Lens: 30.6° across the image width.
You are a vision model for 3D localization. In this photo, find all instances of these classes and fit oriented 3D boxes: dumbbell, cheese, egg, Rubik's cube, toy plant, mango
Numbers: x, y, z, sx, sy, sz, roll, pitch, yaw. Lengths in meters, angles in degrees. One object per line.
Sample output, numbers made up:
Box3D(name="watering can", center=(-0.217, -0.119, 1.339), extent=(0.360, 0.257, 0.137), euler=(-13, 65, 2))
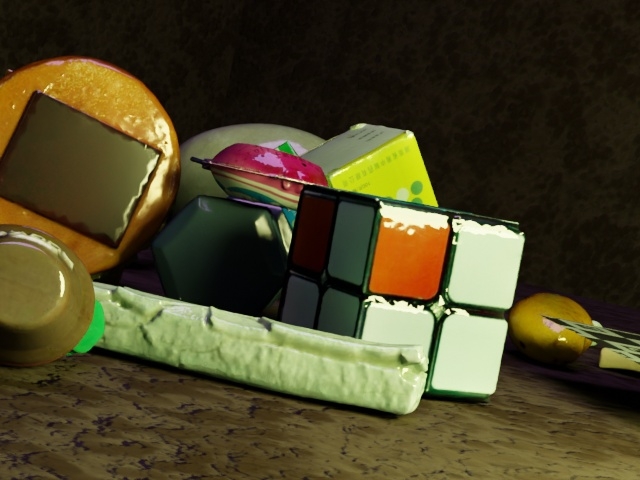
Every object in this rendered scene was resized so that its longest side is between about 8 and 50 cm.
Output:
Box3D(name="dumbbell", center=(-0.103, 0.019, 1.434), extent=(0.160, 0.144, 0.325), euler=(13, 4, 3))
Box3D(name="cheese", center=(-0.074, -0.075, 1.339), extent=(0.155, 0.062, 0.244), euler=(13, 2, -30))
Box3D(name="egg", center=(-0.092, -0.059, 1.858), extent=(0.352, 0.258, 0.258), euler=(5, 1, 18))
Box3D(name="Rubik's cube", center=(0.072, 0.049, 1.144), extent=(0.167, 0.180, 0.183), euler=(9, 6, -26))
Box3D(name="toy plant", center=(-0.232, 0.044, 0.898), extent=(0.143, 0.105, 0.200), euler=(19, -10, -12))
Box3D(name="mango", center=(0.310, 0.122, 1.589), extent=(0.115, 0.090, 0.178), euler=(20, 14, 19))

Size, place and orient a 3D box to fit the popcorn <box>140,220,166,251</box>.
Box3D(name="popcorn", center=(-0.345, -0.072, 1.751), extent=(0.259, 0.259, 0.212), euler=(12, 18, 18))

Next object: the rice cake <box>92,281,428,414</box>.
Box3D(name="rice cake", center=(-0.077, 0.088, 0.992), extent=(0.336, 0.063, 0.066), euler=(10, -5, 8))

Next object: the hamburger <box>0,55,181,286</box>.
Box3D(name="hamburger", center=(-0.310, -0.087, 1.426), extent=(0.291, 0.291, 0.225), euler=(10, -6, -19))

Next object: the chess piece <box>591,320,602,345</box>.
Box3D(name="chess piece", center=(0.419, 0.151, 1.874), extent=(0.042, 0.042, 0.093), euler=(13, 8, 35))

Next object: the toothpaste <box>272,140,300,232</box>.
Box3D(name="toothpaste", center=(0.000, 0.000, 1.401), extent=(0.266, 0.050, 0.065), euler=(63, 7, 32))

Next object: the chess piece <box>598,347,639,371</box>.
Box3D(name="chess piece", center=(0.485, 0.164, 1.584), extent=(0.200, 0.090, 0.090), euler=(-1, -5, 39))

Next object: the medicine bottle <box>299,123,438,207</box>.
Box3D(name="medicine bottle", center=(0.074, -0.019, 1.563), extent=(0.137, 0.250, 0.141), euler=(-31, 23, -23))

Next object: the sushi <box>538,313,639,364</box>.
Box3D(name="sushi", center=(0.459, 0.175, 1.304), extent=(0.359, 0.064, 0.343), euler=(12, 5, -13))
